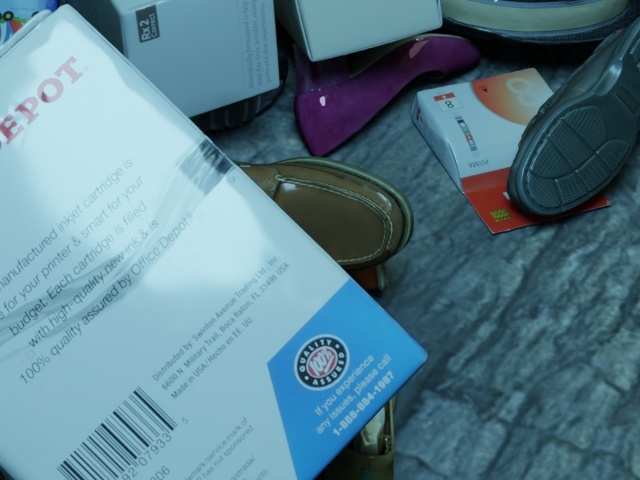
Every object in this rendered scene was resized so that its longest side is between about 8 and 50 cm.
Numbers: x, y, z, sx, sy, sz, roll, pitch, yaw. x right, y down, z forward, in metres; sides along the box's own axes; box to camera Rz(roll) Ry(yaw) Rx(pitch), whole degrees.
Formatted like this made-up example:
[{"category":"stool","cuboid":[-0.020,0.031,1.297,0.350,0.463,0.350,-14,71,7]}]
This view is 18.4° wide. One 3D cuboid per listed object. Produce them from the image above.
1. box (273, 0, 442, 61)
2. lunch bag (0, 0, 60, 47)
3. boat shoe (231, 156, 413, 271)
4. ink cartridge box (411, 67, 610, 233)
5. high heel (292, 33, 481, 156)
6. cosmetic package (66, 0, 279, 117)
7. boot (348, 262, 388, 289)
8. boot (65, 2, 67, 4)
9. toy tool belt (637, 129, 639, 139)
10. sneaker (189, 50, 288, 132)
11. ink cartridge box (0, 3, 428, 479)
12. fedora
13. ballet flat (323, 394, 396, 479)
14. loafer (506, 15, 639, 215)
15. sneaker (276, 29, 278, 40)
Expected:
[{"category":"box","cuboid":[0.006,-0.298,2.004,0.148,0.121,0.311,-15,26,-7]},{"category":"lunch bag","cuboid":[-0.372,-0.260,1.983,0.221,0.138,0.293,0,54,-5]},{"category":"boat shoe","cuboid":[-0.074,-0.020,1.784,0.307,0.111,0.104,7,16,18]},{"category":"ink cartridge box","cuboid":[0.194,-0.094,1.995,0.145,0.045,0.179,-13,47,-24]},{"category":"high heel","cuboid":[0.075,-0.151,2.026,0.244,0.082,0.117,-7,89,-43]},{"category":"cosmetic package","cuboid":[-0.146,-0.228,1.867,0.151,0.151,0.184,-21,48,-16]},{"category":"boot","cuboid":[0.000,0.000,1.855,0.084,0.059,0.158,-28,56,-18]},{"category":"boot","cuboid":[-0.266,-0.194,1.999,0.114,0.037,0.106,-30,56,-29]},{"category":"toy tool belt","cuboid":[0.318,-0.123,2.047,0.051,0.052,0.083,37,32,-43]},{"category":"sneaker","cuboid":[-0.150,-0.162,1.956,0.228,0.086,0.132,-28,55,-33]},{"category":"ink cartridge box","cuboid":[-0.163,0.062,1.519,0.395,0.166,0.285,45,75,2]},{"category":"fedora","cuboid":[0.226,-0.333,2.125,0.334,0.153,0.334,5,32,-3]},{"category":"ballet flat","cuboid":[0.036,0.127,1.716,0.080,0.073,0.232,3,45,-11]},{"category":"loafer","cuboid":[0.270,-0.124,1.986,0.267,0.084,0.096,-48,111,-21]},{"category":"sneaker","cuboid":[-0.144,-0.297,2.028,0.279,0.118,0.107,44,39,-2]}]
